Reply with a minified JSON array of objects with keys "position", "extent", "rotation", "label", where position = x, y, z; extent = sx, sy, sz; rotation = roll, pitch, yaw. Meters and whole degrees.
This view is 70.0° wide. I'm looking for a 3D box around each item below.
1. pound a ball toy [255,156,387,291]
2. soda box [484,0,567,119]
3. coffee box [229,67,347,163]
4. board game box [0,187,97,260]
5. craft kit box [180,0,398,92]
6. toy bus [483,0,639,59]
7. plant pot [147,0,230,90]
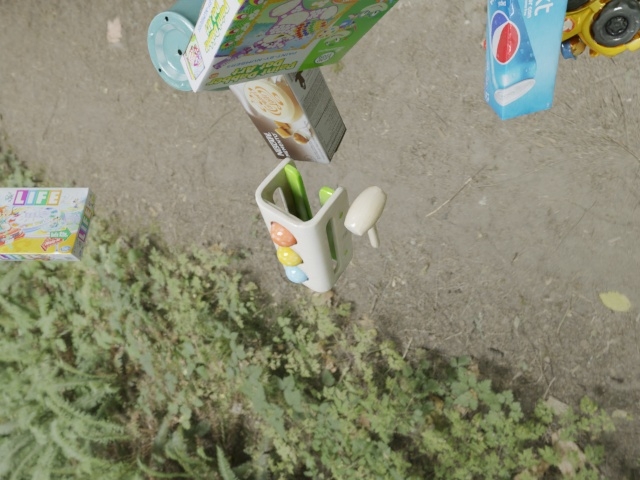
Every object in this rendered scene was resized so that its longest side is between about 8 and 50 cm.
[{"position":[0.000,0.000,0.823],"extent":[0.208,0.319,0.136],"rotation":[31,70,20],"label":"pound a ball toy"},{"position":[0.255,-0.265,0.574],"extent":[0.071,0.067,0.210],"rotation":[-14,132,3],"label":"soda box"},{"position":[-0.062,-0.267,0.883],"extent":[0.141,0.246,0.098],"rotation":[12,66,28],"label":"coffee box"},{"position":[-0.405,-0.024,0.642],"extent":[0.153,0.026,0.104],"rotation":[0,65,2],"label":"board game box"},{"position":[-0.024,-0.280,0.560],"extent":[0.246,0.249,0.061],"rotation":[-13,100,61],"label":"craft kit box"},{"position":[0.392,-0.364,0.756],"extent":[0.220,0.150,0.211],"rotation":[38,142,-10],"label":"toy bus"},{"position":[-0.292,-0.512,1.185],"extent":[0.271,0.255,0.272],"rotation":[16,127,23],"label":"plant pot"}]
